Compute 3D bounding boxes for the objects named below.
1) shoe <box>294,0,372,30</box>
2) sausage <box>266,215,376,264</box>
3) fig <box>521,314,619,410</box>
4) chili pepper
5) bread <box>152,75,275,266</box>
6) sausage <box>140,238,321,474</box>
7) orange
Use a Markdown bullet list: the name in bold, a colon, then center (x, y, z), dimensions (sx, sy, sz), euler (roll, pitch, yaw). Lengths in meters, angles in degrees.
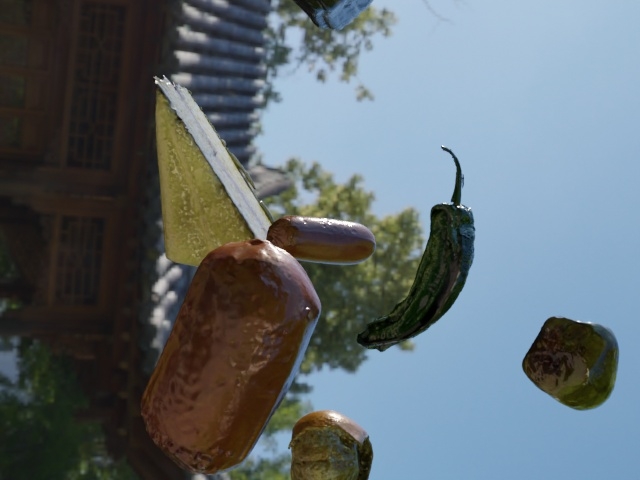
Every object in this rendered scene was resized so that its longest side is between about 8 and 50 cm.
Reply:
- **shoe**: center (0.038, -0.368, 1.090), dimensions (0.237, 0.171, 0.384), euler (-45, -176, 8)
- **sausage**: center (0.000, 0.000, 1.560), dimensions (0.076, 0.198, 0.076), euler (-14, -107, 53)
- **fig**: center (0.411, 0.204, 1.576), dimensions (0.165, 0.154, 0.144), euler (62, -7, -16)
- **chili pepper**: center (0.134, 0.036, 1.184), dimensions (0.122, 0.065, 0.278), euler (42, -68, 41)
- **bread**: center (-0.162, -0.116, 1.726), dimensions (0.345, 0.242, 0.404), euler (-96, -170, -67)
- **sausage**: center (-0.098, 0.128, 1.077), dimensions (0.153, 0.141, 0.268), euler (-36, 151, -78)
- **orange**: center (0.016, 0.344, 1.539), dimensions (0.156, 0.134, 0.156), euler (-10, 90, -87)
